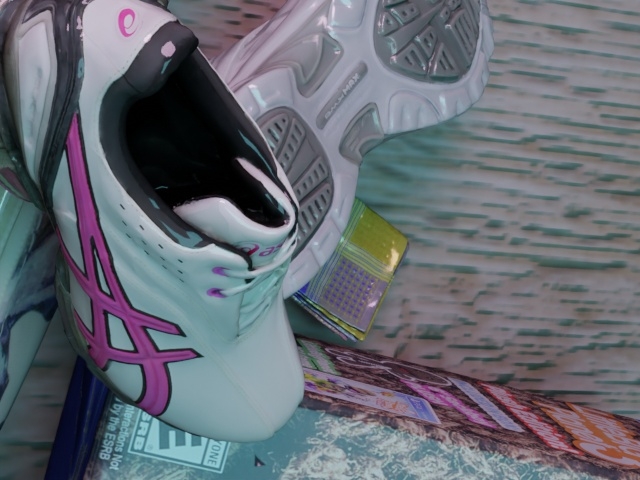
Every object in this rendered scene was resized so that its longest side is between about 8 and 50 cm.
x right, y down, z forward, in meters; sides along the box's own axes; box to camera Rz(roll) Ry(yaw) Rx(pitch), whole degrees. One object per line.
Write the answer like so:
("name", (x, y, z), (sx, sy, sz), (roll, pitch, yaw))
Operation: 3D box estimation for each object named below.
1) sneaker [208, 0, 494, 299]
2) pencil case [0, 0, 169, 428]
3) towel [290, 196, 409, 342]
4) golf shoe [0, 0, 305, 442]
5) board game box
("sneaker", (-0.016, -0.062, 0.619), (0.232, 0.115, 0.090), (-45, 117, -38))
("pencil case", (-0.150, -0.016, 0.519), (0.160, 0.183, 0.410), (20, 92, -60))
("towel", (0.000, 0.000, 0.669), (0.083, 0.009, 0.060), (40, 64, -18))
("golf shoe", (-0.041, 0.004, 0.448), (0.067, 0.086, 0.186), (-50, 136, -25))
("board game box", (0.020, 0.173, 0.625), (0.291, 0.141, 0.232), (14, 95, -13))
